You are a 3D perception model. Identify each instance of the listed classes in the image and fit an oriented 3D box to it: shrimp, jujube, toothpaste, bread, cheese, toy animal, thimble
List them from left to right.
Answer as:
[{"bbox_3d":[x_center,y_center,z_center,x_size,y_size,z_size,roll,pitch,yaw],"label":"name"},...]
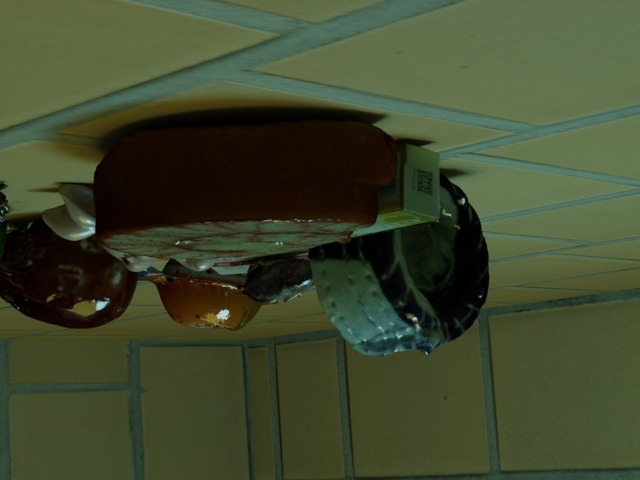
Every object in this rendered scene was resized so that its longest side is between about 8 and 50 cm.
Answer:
[{"bbox_3d":[-0.376,0.041,1.980,0.236,0.168,0.168,10,176,14],"label":"jujube"},{"bbox_3d":[-0.235,-0.010,1.754,0.212,0.124,0.124,-4,173,-24],"label":"toy animal"},{"bbox_3d":[-0.225,0.074,2.357,0.329,0.129,0.217,14,168,-29],"label":"cheese"},{"bbox_3d":[-0.096,-0.051,1.514,0.295,0.114,0.327,-1,173,-22],"label":"bread"},{"bbox_3d":[-0.069,0.060,2.087,0.073,0.075,0.190,-23,-179,-41],"label":"shrimp"},{"bbox_3d":[0.005,-0.044,1.685,0.071,0.089,0.313,11,164,-44],"label":"toothpaste"},{"bbox_3d":[0.102,0.032,1.778,0.150,0.237,0.237,-13,168,43],"label":"thimble"}]

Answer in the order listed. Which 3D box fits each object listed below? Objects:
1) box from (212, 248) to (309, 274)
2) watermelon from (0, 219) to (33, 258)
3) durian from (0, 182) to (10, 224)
[{"bbox_3d":[0.000,0.000,2.146,0.353,0.069,0.214,-6,172,4],"label":"box"},{"bbox_3d":[-0.511,0.026,1.842,0.232,0.127,0.204,-2,177,-26],"label":"watermelon"},{"bbox_3d":[-0.424,-0.029,1.700,0.140,0.071,0.110,-16,167,37],"label":"durian"}]
